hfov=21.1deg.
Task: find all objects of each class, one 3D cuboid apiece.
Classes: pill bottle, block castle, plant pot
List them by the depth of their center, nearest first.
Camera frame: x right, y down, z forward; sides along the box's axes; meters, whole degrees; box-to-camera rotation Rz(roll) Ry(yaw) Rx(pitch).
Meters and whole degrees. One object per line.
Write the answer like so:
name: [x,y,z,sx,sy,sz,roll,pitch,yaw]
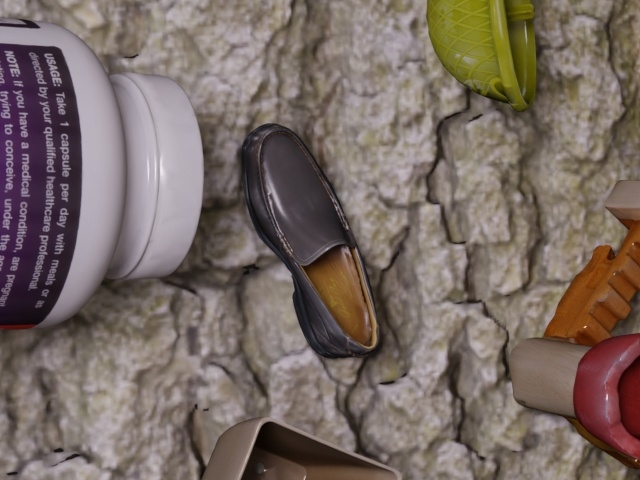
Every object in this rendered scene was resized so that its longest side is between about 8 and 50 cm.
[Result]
pill bottle: [-0.236,-0.038,0.962,0.323,0.181,0.181,0,92,-30]
plant pot: [-0.030,0.177,1.122,0.109,0.096,0.109,25,81,-23]
block castle: [0.379,0.015,1.244,0.303,0.213,0.453,39,76,-21]

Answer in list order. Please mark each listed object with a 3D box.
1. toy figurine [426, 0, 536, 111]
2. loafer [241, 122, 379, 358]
toy figurine: [0.017,-0.259,1.136,0.217,0.191,0.362,-7,104,5]
loafer: [0.000,0.000,1.148,0.062,0.061,0.170,-30,103,-20]
